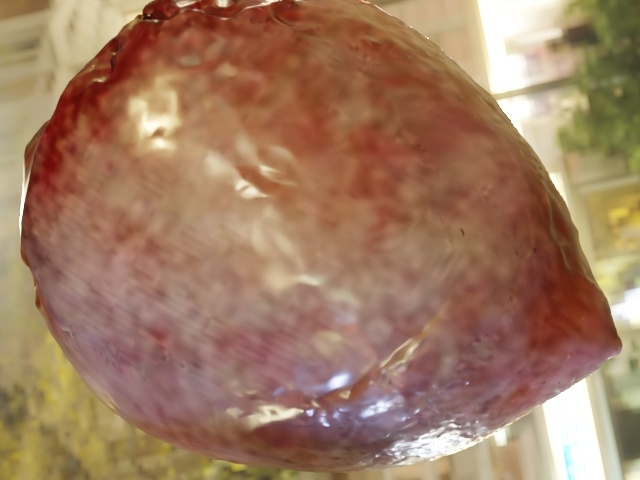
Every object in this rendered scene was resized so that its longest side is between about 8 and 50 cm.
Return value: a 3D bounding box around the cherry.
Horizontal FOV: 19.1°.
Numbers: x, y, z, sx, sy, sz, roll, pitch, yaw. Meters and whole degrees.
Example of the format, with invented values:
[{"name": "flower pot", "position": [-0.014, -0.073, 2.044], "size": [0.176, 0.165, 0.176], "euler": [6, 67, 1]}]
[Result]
[{"name": "cherry", "position": [0.000, 0.000, 0.749], "size": [0.175, 0.249, 0.192], "euler": [62, -129, -71]}]
